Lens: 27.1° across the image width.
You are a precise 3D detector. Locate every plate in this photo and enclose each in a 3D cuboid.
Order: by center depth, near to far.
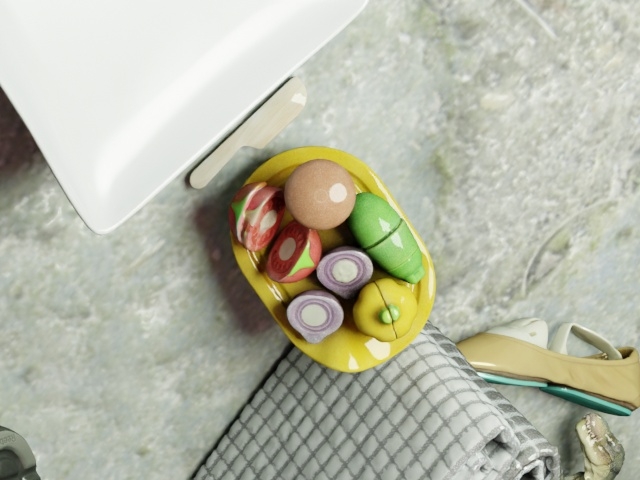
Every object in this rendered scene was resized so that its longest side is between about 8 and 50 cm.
[{"bbox_3d":[-0.111,-0.186,0.854,0.278,0.045,0.277,-44,134,-18],"label":"plate"}]

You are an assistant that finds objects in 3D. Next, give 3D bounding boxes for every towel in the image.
[{"bbox_3d":[0.033,0.208,1.067,0.121,0.235,0.283,30,101,-39],"label":"towel"}]

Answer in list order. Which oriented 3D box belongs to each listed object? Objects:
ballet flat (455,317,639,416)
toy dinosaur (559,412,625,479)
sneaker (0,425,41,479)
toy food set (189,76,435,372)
[{"bbox_3d":[0.201,0.105,1.202,0.232,0.080,0.073,17,80,-34],"label":"ballet flat"},{"bbox_3d":[0.231,0.287,1.300,0.118,0.064,0.268,-14,133,-18],"label":"toy dinosaur"},{"bbox_3d":[-0.265,0.269,0.992,0.101,0.106,0.267,2,88,-66],"label":"sneaker"},{"bbox_3d":[0.000,0.000,0.978,0.128,0.071,0.218,-36,96,1],"label":"toy food set"}]
